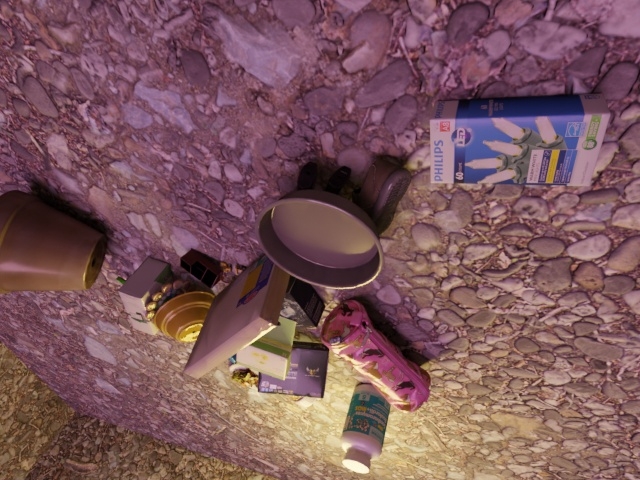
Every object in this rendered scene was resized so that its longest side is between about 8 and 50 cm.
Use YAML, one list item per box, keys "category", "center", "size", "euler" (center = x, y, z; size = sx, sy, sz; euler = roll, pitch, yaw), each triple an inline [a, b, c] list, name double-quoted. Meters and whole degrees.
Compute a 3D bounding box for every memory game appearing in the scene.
- category: "memory game"
  center: [-0.496, 0.204, 1.350]
  size: [0.012, 0.186, 0.186]
  euler: [38, 142, 26]

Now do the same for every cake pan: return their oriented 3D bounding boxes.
- category: "cake pan"
  center: [0.000, 0.000, 0.890]
  size: [0.292, 0.054, 0.293]
  euler: [13, 142, 11]

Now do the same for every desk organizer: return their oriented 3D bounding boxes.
- category: "desk organizer"
  center: [-0.368, 0.087, 1.248]
  size: [0.130, 0.050, 0.047]
  euler: [34, 137, 11]

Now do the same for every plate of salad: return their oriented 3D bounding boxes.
- category: "plate of salad"
  center: [-0.298, 0.587, 1.709]
  size: [0.199, 0.048, 0.200]
  euler: [13, 134, 13]

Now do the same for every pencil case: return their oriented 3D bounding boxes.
- category: "pencil case"
  center: [0.171, 0.349, 1.205]
  size: [0.160, 0.167, 0.386]
  euler: [-39, 112, 9]

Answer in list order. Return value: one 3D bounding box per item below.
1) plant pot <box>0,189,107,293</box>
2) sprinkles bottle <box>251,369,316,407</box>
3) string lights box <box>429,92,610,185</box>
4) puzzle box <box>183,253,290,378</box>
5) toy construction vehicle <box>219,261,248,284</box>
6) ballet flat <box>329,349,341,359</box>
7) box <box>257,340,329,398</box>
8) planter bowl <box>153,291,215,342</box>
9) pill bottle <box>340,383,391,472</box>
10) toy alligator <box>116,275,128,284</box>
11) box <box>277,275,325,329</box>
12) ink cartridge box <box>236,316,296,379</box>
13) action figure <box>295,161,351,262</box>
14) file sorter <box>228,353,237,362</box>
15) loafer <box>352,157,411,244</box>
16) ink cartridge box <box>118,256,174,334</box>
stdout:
- category: "plant pot"
  center: [-0.859, 0.032, 1.286]
  size: [0.279, 0.324, 0.323]
  euler: [15, 138, -13]
- category: "sprinkles bottle"
  center: [-0.159, 0.468, 1.485]
  size: [0.355, 0.121, 0.121]
  euler: [42, 134, -16]
- category: "string lights box"
  center: [0.326, -0.170, 0.701]
  size: [0.259, 0.077, 0.134]
  euler: [4, 133, 21]
- category: "puzzle box"
  center: [-0.223, 0.191, 1.116]
  size: [0.052, 0.272, 0.408]
  euler: [35, 130, -21]
- category: "toy construction vehicle"
  center: [-0.270, 0.110, 1.258]
  size: [0.098, 0.035, 0.086]
  euler: [15, 135, 10]
- category: "ballet flat"
  center: [0.048, 0.357, 1.347]
  size: [0.041, 0.041, 0.114]
  euler: [-14, 124, 33]
- category: "box"
  center: [-0.092, 0.434, 1.375]
  size: [0.232, 0.059, 0.184]
  euler: [6, 104, -1]
- category: "planter bowl"
  center: [-0.436, 0.277, 1.357]
  size: [0.216, 0.090, 0.217]
  euler: [-21, 141, -18]
- category: "pill bottle"
  center: [0.156, 0.655, 1.416]
  size: [0.146, 0.264, 0.146]
  euler: [12, 135, 12]
- category: "toy alligator"
  center: [-0.674, 0.193, 1.508]
  size: [0.189, 0.056, 0.051]
  euler: [44, 175, -20]
- category: "box"
  center: [-0.096, 0.185, 1.212]
  size: [0.155, 0.093, 0.158]
  euler: [-14, 123, 33]
- category: "ink cartridge box"
  center: [-0.171, 0.318, 1.244]
  size: [0.170, 0.056, 0.235]
  euler: [17, 130, 8]
- category: "action figure"
  center: [-0.018, -0.051, 0.958]
  size: [0.185, 0.099, 0.285]
  euler: [18, 140, -2]
- category: "file sorter"
  center: [-0.308, 0.296, 1.355]
  size: [0.104, 0.170, 0.118]
  euler: [2, 132, 26]
- category: "loafer"
  center: [0.115, -0.080, 0.888]
  size: [0.087, 0.094, 0.251]
  euler: [52, 143, 22]
- category: "ink cartridge box"
  center: [-0.579, 0.193, 1.384]
  size: [0.092, 0.160, 0.220]
  euler: [17, 136, 9]
